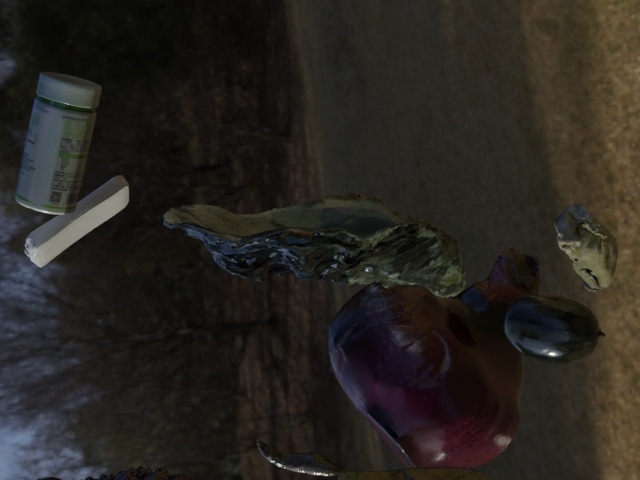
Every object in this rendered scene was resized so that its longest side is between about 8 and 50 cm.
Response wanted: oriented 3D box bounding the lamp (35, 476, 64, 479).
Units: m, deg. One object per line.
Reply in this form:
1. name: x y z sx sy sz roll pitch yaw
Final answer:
1. lamp: -0.399 0.436 1.443 0.157 0.135 0.156 -49 -36 -78

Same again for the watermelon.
1. watermelon: 0.254 0.096 1.053 0.078 0.111 0.078 -27 -58 -54

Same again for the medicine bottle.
1. medicine bottle: -0.364 -0.134 1.335 0.086 0.086 0.183 -105 30 -75

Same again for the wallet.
1. wallet: -0.374 -0.029 1.486 0.033 0.190 0.095 48 157 11

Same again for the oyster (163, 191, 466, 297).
1. oyster: 0.000 -0.003 0.821 0.252 0.199 0.087 4 -86 -64

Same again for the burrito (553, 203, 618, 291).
1. burrito: 0.265 0.007 0.946 0.041 0.055 0.149 53 -171 35

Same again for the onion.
1. onion: 0.247 0.195 1.719 0.398 0.420 0.398 53 -175 -6

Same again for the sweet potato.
1. sweet potato: -0.034 0.362 1.582 0.038 0.153 0.041 -43 -39 -63

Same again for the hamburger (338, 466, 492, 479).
1. hamburger: 0.103 0.415 1.256 0.192 0.288 0.167 -79 -18 -60

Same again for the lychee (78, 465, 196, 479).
1. lychee: -0.159 0.327 0.868 0.267 0.268 0.267 173 90 -88
